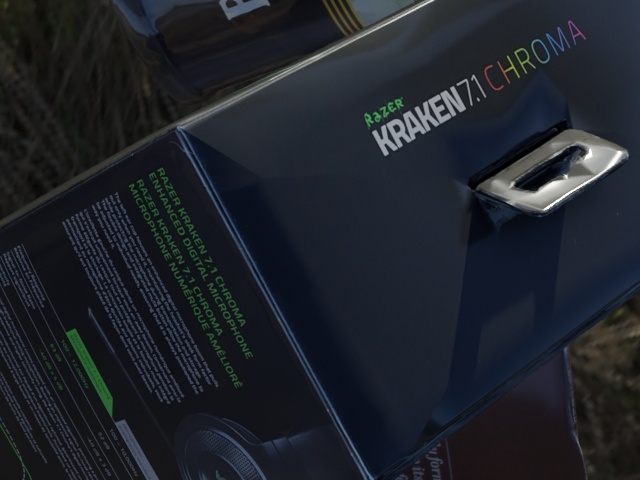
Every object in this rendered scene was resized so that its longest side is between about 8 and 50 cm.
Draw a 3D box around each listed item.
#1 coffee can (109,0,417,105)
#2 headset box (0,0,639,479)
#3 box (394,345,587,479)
[{"bbox_3d":[0.011,-0.222,1.096,0.275,0.201,0.201,-19,69,12],"label":"coffee can"},{"bbox_3d":[0.000,0.000,0.703,0.246,0.283,0.131,-31,95,-39],"label":"headset box"},{"bbox_3d":[0.091,0.071,1.199,0.143,0.191,0.381,-8,22,3],"label":"box"}]
